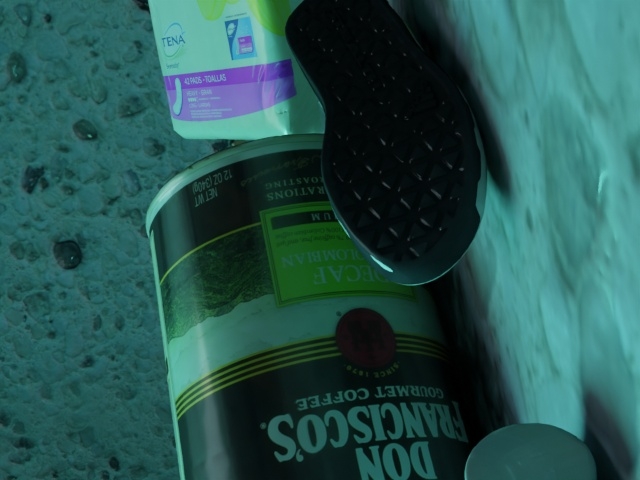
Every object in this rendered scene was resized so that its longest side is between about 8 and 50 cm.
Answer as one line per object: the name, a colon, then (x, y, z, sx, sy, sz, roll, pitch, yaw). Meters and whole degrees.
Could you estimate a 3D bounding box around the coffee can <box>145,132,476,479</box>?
coffee can: (-0.007, 0.095, 0.642, 0.201, 0.201, 0.275, 87, 171, -63)

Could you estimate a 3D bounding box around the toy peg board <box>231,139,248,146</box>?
toy peg board: (-0.021, -0.070, 1.181, 0.161, 0.079, 0.161, 57, 172, -24)

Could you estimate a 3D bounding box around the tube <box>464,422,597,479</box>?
tube: (0.108, 0.176, 0.421, 0.080, 0.052, 0.207, -89, -14, -59)

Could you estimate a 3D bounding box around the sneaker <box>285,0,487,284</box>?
sneaker: (0.048, -0.061, 0.527, 0.097, 0.084, 0.235, 49, -159, -45)

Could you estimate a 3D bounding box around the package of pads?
package of pads: (-0.084, -0.248, 0.912, 0.229, 0.101, 0.296, 10, 113, 53)
